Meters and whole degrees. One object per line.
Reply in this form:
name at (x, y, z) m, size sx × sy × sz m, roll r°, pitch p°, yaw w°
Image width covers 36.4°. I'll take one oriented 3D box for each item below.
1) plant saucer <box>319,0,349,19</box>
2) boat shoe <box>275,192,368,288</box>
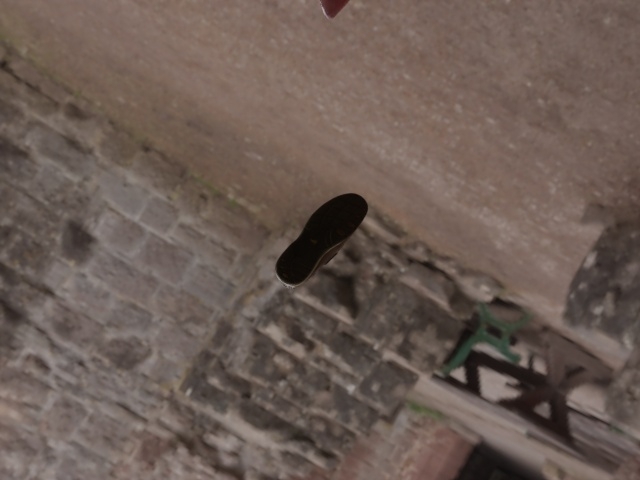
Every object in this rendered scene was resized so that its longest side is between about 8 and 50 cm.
plant saucer at (-0.004, -0.288, 0.505) m, size 0.048 × 0.259 × 0.258 m, roll -11°, pitch 127°, yaw 16°
boat shoe at (0.000, 0.001, 1.453) m, size 0.064 × 0.178 × 0.060 m, roll 41°, pitch 168°, yaw 10°
